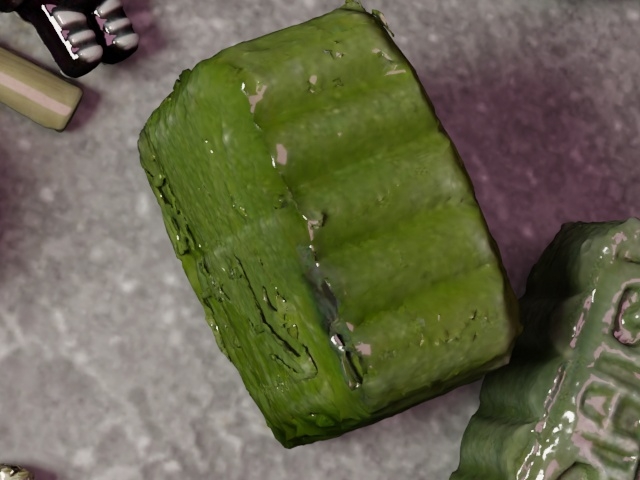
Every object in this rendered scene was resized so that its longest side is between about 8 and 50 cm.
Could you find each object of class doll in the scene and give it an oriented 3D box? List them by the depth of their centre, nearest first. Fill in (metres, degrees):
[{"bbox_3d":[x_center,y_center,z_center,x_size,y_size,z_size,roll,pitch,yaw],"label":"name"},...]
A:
[{"bbox_3d":[-0.170,-0.193,0.881,0.091,0.067,0.219,-29,88,-45],"label":"doll"}]

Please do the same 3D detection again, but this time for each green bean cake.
[{"bbox_3d":[0.000,0.000,0.821,0.113,0.214,0.200,-25,88,-20],"label":"green bean cake"},{"bbox_3d":[0.202,0.112,0.865,0.227,0.125,0.222,23,81,-13],"label":"green bean cake"}]

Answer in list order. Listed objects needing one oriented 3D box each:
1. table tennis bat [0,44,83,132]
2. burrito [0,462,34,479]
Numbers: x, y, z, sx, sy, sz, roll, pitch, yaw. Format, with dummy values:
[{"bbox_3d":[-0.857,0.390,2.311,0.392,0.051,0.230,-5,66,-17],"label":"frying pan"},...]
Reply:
[{"bbox_3d":[-0.245,-0.130,0.879,0.246,0.022,0.138,28,75,-8],"label":"table tennis bat"},{"bbox_3d":[-0.206,0.219,0.815,0.058,0.063,0.229,22,77,19],"label":"burrito"}]
